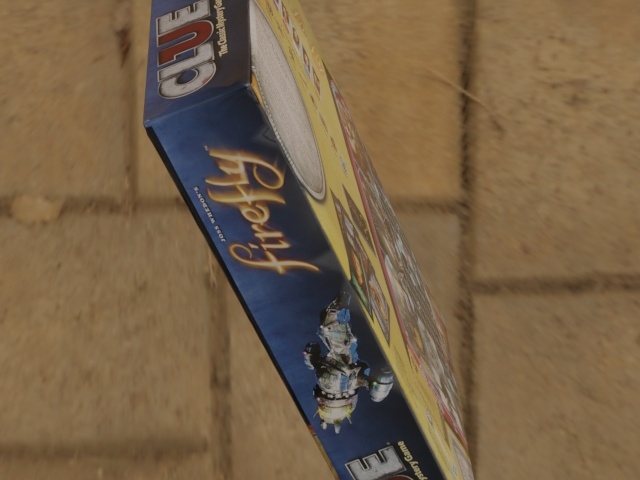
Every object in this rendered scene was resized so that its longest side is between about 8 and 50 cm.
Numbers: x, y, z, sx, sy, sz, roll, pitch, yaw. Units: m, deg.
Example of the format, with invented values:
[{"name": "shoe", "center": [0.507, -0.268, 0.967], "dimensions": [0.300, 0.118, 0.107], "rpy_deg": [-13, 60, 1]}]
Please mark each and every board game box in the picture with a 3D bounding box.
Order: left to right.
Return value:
[{"name": "board game box", "center": [0.000, 0.000, 0.735], "dimensions": [0.042, 0.165, 0.243], "rpy_deg": [-20, 123, 10]}]
